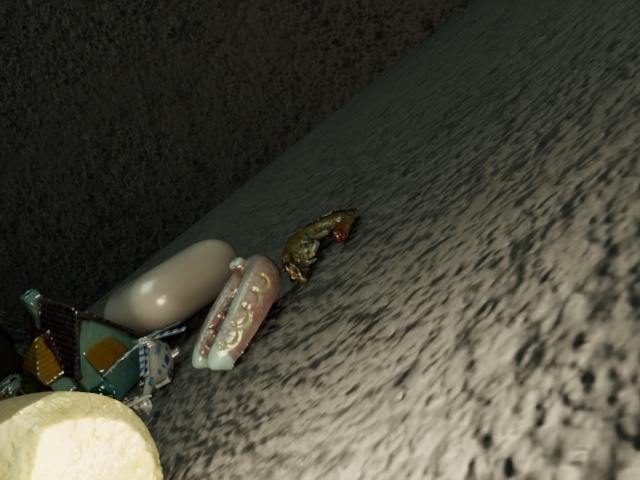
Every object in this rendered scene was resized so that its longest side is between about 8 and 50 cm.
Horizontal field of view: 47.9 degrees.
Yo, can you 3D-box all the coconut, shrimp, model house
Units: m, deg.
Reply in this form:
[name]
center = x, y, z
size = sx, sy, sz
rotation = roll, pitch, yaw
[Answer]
[coconut]
center = -0.336, 0.303, 0.903
size = 0.244, 0.239, 0.239
rotation = -16, 27, 51
[shrimp]
center = 0.001, 0.001, 1.357
size = 0.173, 0.058, 0.253
rotation = -30, 16, 11
[model house]
center = -0.569, 0.234, 1.613
size = 0.281, 0.248, 0.230
rotation = 4, 43, 46

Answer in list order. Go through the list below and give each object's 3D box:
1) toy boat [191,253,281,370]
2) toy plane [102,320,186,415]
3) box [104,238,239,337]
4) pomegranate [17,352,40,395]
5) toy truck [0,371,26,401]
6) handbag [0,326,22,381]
[toy boat]
center = -0.154, 0.117, 1.247
size = 0.227, 0.085, 0.155
rotation = -60, 17, -21
[toy plane]
center = -0.309, 0.250, 1.362
size = 0.182, 0.107, 0.273
rotation = -33, 22, -14
[box]
center = -0.361, 0.122, 1.736
size = 0.289, 0.141, 0.349
rotation = -34, 6, -34
[pomegranate]
center = -0.771, 0.414, 1.814
size = 0.254, 0.254, 0.270
rotation = -40, 24, 4
[toy truck]
center = -0.643, 0.391, 1.426
size = 0.184, 0.133, 0.338
rotation = -38, 15, -16
[handbag]
center = -0.792, 0.324, 1.603
size = 0.275, 0.178, 0.301
rotation = 2, 55, 56
